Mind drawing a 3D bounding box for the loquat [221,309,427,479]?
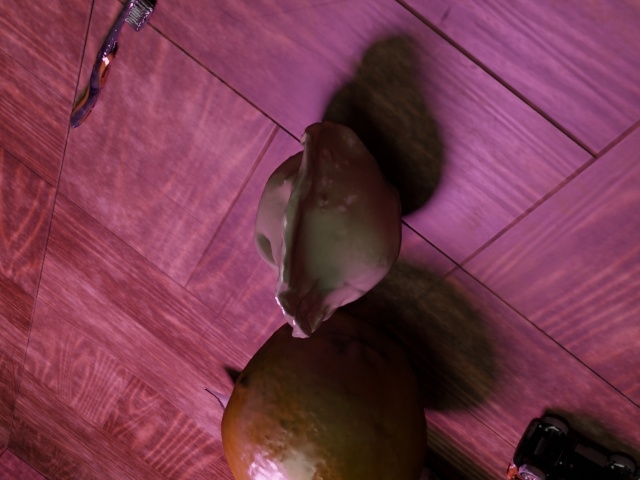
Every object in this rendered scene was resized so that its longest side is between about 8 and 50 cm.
[{"bbox_3d":[0.016,0.236,1.150,0.276,0.276,0.284,27,127,16],"label":"loquat"}]

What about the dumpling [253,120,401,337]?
[{"bbox_3d":[0.000,0.000,0.909,0.147,0.193,0.258,17,141,22],"label":"dumpling"}]

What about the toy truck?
[{"bbox_3d":[0.322,0.298,1.088,0.192,0.083,0.092,28,153,12],"label":"toy truck"}]

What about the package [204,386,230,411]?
[{"bbox_3d":[-0.071,0.341,1.548,0.203,0.062,0.251,9,142,38],"label":"package"}]

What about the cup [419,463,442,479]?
[{"bbox_3d":[0.084,0.407,1.317,0.186,0.258,0.234,-37,100,21],"label":"cup"}]

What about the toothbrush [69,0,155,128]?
[{"bbox_3d":[-0.256,-0.203,1.059,0.031,0.023,0.321,46,147,-9],"label":"toothbrush"}]
